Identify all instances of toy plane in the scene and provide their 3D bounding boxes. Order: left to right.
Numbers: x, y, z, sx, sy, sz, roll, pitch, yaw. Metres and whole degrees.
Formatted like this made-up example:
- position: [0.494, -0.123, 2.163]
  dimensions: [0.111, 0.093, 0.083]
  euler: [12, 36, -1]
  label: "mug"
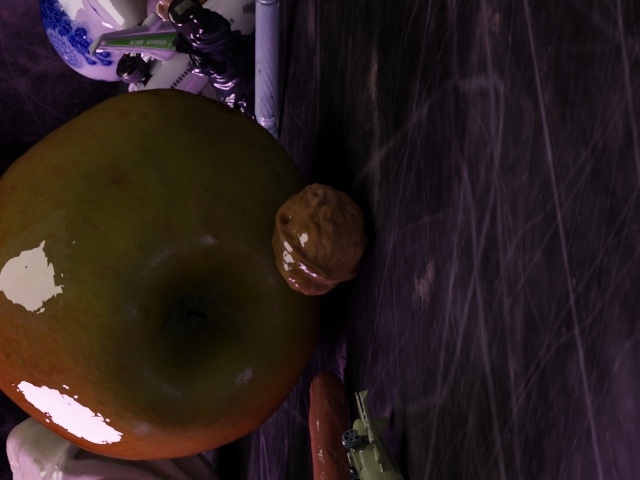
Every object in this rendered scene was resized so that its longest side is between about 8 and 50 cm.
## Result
- position: [-0.150, -0.201, 2.042]
  dimensions: [0.255, 0.251, 0.101]
  euler: [-54, 42, 2]
  label: "toy plane"
- position: [0.039, 0.165, 1.349]
  dimensions: [0.111, 0.040, 0.102]
  euler: [-101, -3, -54]
  label: "toy plane"

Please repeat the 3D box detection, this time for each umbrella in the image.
- position: [-0.103, -0.198, 1.923]
  dimensions: [0.224, 0.071, 0.080]
  euler: [52, -153, -62]
  label: "umbrella"

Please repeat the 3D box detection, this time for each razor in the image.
- position: [-0.057, -0.197, 1.865]
  dimensions: [0.106, 0.068, 0.232]
  euler: [-102, 12, -54]
  label: "razor"

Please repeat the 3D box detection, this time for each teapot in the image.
- position: [-0.214, -0.288, 2.294]
  dimensions: [0.280, 0.252, 0.424]
  euler: [54, -172, 3]
  label: "teapot"

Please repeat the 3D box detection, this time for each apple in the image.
- position: [-0.143, 0.037, 1.632]
  dimensions: [0.305, 0.338, 0.338]
  euler: [5, 94, 60]
  label: "apple"

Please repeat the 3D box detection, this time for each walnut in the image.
- position: [0.000, 0.000, 1.479]
  dimensions: [0.079, 0.082, 0.096]
  euler: [-50, 29, 28]
  label: "walnut"

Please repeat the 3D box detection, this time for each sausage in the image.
- position: [0.009, 0.179, 1.520]
  dimensions: [0.042, 0.036, 0.158]
  euler: [121, 150, -54]
  label: "sausage"

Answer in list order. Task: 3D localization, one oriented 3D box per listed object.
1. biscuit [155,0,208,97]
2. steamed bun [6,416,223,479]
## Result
- position: [-0.141, -0.276, 2.110]
  dimensions: [0.045, 0.154, 0.299]
  euler: [32, 141, 37]
  label: "biscuit"
- position: [-0.230, 0.363, 2.268]
  dimensions: [0.352, 0.247, 0.339]
  euler: [8, 114, 62]
  label: "steamed bun"
